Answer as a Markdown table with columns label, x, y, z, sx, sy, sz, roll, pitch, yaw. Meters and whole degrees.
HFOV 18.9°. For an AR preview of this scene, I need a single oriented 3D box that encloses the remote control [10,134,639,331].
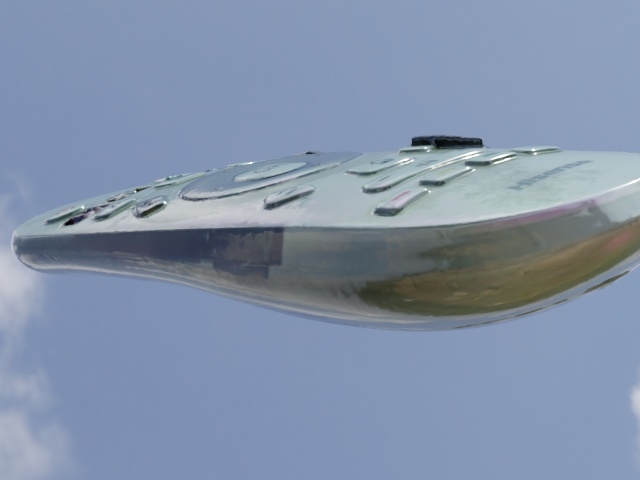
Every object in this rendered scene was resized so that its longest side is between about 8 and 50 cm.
| label | x | y | z | sx | sy | sz | roll | pitch | yaw |
| --- | --- | --- | --- | --- | --- | --- | --- | --- | --- |
| remote control | -0.001 | -0.002 | 0.573 | 0.097 | 0.256 | 0.045 | -19 | -75 | -38 |
